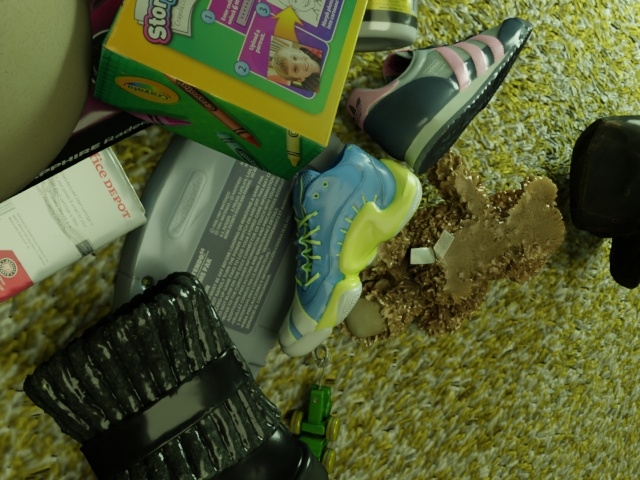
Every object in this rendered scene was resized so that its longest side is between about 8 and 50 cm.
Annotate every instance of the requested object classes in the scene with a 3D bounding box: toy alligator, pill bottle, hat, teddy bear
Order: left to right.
[{"bbox_3d":[-0.002,0.217,0.786,0.051,0.056,0.189,2,96,-75],"label":"toy alligator"},{"bbox_3d":[0.047,-0.320,0.702,0.119,0.119,0.208,-5,99,-32],"label":"pill bottle"},{"bbox_3d":[0.152,0.012,0.835,0.338,0.113,0.245,-35,106,-16],"label":"teddy bear"},{"bbox_3d":[0.439,-0.102,0.942,0.134,0.331,0.331,15,87,8],"label":"hat"}]

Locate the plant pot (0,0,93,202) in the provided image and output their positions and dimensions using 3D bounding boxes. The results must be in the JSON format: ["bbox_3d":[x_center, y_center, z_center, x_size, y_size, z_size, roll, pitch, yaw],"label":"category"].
[{"bbox_3d":[-0.273,-0.156,0.347,0.284,0.191,0.283,4,78,-19],"label":"plant pot"}]

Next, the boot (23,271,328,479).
[{"bbox_3d":[-0.173,0.218,0.540,0.348,0.131,0.260,-46,111,-35],"label":"boot"}]

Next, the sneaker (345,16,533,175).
[{"bbox_3d":[0.156,-0.215,0.798,0.131,0.112,0.319,35,51,12],"label":"sneaker"}]

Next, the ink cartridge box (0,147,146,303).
[{"bbox_3d":[-0.254,-0.031,0.582,0.151,0.063,0.109,-33,112,-24],"label":"ink cartridge box"}]

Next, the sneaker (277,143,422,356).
[{"bbox_3d":[0.000,0.000,0.688,0.126,0.091,0.240,37,77,-10],"label":"sneaker"}]

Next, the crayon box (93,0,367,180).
[{"bbox_3d":[-0.048,-0.209,0.508,0.166,0.081,0.278,22,71,-18],"label":"crayon box"}]

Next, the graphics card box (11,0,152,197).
[{"bbox_3d":[-0.217,-0.192,0.531,0.371,0.094,0.232,-34,93,-25],"label":"graphics card box"}]

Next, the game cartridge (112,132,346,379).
[{"bbox_3d":[-0.097,-0.013,0.692,0.196,0.060,0.294,28,81,-35],"label":"game cartridge"}]
